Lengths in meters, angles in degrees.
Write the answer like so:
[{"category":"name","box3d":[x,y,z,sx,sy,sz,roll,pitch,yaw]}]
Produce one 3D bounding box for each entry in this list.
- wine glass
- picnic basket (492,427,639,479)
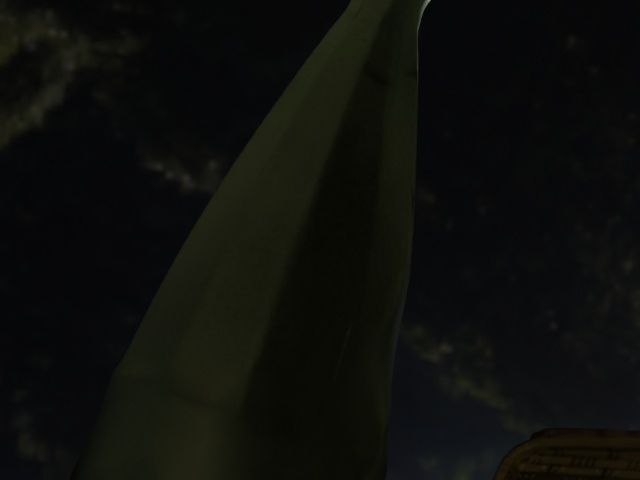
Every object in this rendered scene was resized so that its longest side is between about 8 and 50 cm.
[{"category":"wine glass","box3d":[0.000,0.000,0.451,0.073,0.155,0.073,20,180,0]},{"category":"picnic basket","box3d":[0.145,0.225,0.739,0.228,0.175,0.312,-1,-134,37]}]
